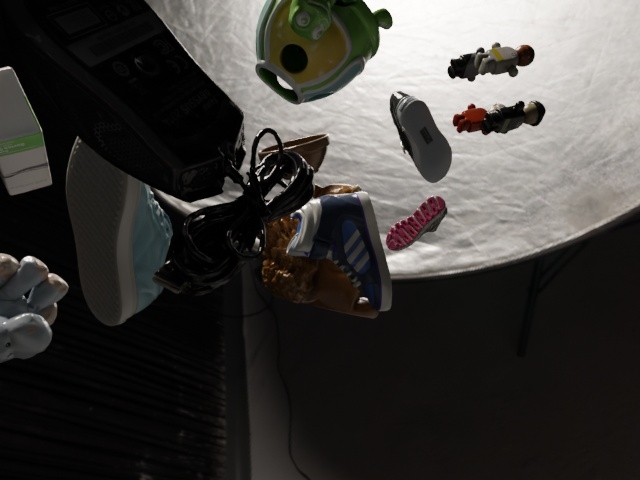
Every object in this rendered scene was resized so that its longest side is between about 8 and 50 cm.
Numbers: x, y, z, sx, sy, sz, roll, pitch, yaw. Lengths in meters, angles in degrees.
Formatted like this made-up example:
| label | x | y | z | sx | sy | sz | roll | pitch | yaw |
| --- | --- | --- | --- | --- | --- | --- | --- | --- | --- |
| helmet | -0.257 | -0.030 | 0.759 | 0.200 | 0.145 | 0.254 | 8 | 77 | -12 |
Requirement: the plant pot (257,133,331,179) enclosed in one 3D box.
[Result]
| label | x | y | z | sx | sy | sz | roll | pitch | yaw |
| --- | --- | --- | --- | --- | --- | --- | --- | --- | --- |
| plant pot | -0.075 | -0.261 | 1.681 | 0.238 | 0.109 | 0.237 | -13 | 15 | 4 |

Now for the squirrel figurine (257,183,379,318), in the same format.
| label | x | y | z | sx | sy | sz | roll | pitch | yaw |
| --- | --- | --- | --- | --- | --- | --- | --- | --- | --- |
| squirrel figurine | 0.000 | 0.000 | 1.513 | 0.281 | 0.397 | 0.369 | 11 | 86 | 44 |

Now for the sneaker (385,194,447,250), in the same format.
| label | x | y | z | sx | sy | sz | roll | pitch | yaw |
| --- | --- | --- | --- | --- | --- | --- | --- | --- | --- |
| sneaker | 0.227 | -0.032 | 1.206 | 0.170 | 0.075 | 0.063 | -44 | 61 | 19 |

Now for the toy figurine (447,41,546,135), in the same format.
| label | x | y | z | sx | sy | sz | roll | pitch | yaw |
| --- | --- | --- | --- | --- | --- | --- | --- | --- | --- |
| toy figurine | 0.414 | -0.355 | 1.239 | 0.148 | 0.209 | 0.213 | -14 | 13 | -11 |

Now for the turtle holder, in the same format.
| label | x | y | z | sx | sy | sz | roll | pitch | yaw |
| --- | --- | --- | --- | --- | --- | --- | --- | --- | --- |
| turtle holder | -0.003 | -0.388 | 1.017 | 0.227 | 0.243 | 0.320 | -53 | 33 | -3 |

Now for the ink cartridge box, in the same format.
| label | x | y | z | sx | sy | sz | roll | pitch | yaw |
| --- | --- | --- | --- | --- | --- | --- | --- | --- | --- |
| ink cartridge box | -0.787 | -0.267 | 1.332 | 0.198 | 0.115 | 0.273 | 60 | 150 | 10 |

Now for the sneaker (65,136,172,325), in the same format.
| label | x | y | z | sx | sy | sz | roll | pitch | yaw |
| --- | --- | --- | --- | --- | --- | --- | --- | --- | --- |
| sneaker | -0.325 | -0.042 | 0.892 | 0.135 | 0.150 | 0.365 | 21 | 116 | 19 |

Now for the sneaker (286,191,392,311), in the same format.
| label | x | y | z | sx | sy | sz | roll | pitch | yaw |
| --- | --- | --- | --- | --- | --- | --- | --- | --- | --- |
| sneaker | 0.037 | 0.045 | 1.336 | 0.237 | 0.322 | 0.130 | -13 | 2 | -6 |

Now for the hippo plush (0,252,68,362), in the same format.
| label | x | y | z | sx | sy | sz | roll | pitch | yaw |
| --- | --- | --- | --- | --- | --- | --- | --- | --- | --- |
| hippo plush | -0.798 | 0.182 | 1.324 | 0.236 | 0.295 | 0.234 | -128 | 42 | -52 |

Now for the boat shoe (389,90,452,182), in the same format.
| label | x | y | z | sx | sy | sz | roll | pitch | yaw |
| --- | --- | --- | --- | --- | --- | --- | --- | --- | --- |
| boat shoe | 0.270 | -0.285 | 1.457 | 0.113 | 0.306 | 0.105 | -41 | 43 | 5 |

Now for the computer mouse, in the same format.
| label | x | y | z | sx | sy | sz | roll | pitch | yaw |
| --- | --- | --- | --- | --- | --- | --- | --- | --- | --- |
| computer mouse | -0.138 | -0.094 | 0.410 | 0.072 | 0.272 | 0.188 | -32 | 13 | 40 |
